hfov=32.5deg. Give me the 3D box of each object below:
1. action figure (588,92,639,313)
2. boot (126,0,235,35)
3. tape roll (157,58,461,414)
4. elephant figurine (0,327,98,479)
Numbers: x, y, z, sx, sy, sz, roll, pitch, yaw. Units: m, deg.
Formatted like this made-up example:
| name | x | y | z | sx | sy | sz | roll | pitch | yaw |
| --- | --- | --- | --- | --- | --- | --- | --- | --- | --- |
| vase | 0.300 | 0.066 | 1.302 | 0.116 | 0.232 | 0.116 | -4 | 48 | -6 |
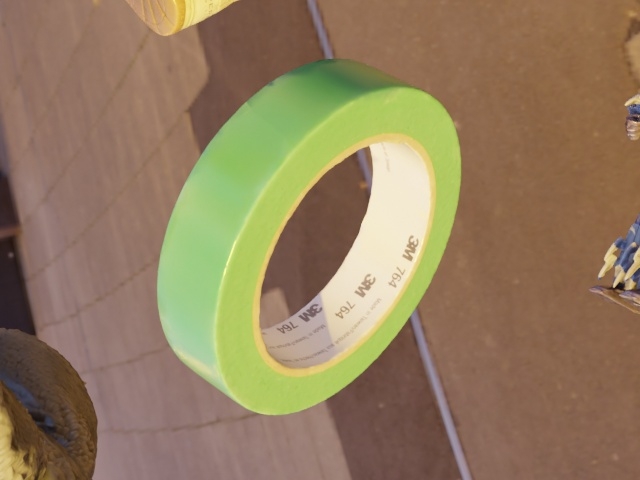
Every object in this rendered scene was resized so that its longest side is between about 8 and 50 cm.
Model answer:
| name | x | y | z | sx | sy | sz | roll | pitch | yaw |
| --- | --- | --- | --- | --- | --- | --- | --- | --- | --- |
| action figure | 0.334 | -0.068 | 0.957 | 0.285 | 0.099 | 0.185 | -66 | 20 | -2 |
| boot | -0.141 | -0.337 | 1.149 | 0.262 | 0.203 | 0.095 | 51 | 146 | 23 |
| tape roll | 0.000 | 0.000 | 0.989 | 0.077 | 0.321 | 0.321 | 31 | 132 | 33 |
| elephant figurine | -0.140 | 0.087 | 0.363 | 0.169 | 0.239 | 0.186 | -88 | 3 | -62 |
